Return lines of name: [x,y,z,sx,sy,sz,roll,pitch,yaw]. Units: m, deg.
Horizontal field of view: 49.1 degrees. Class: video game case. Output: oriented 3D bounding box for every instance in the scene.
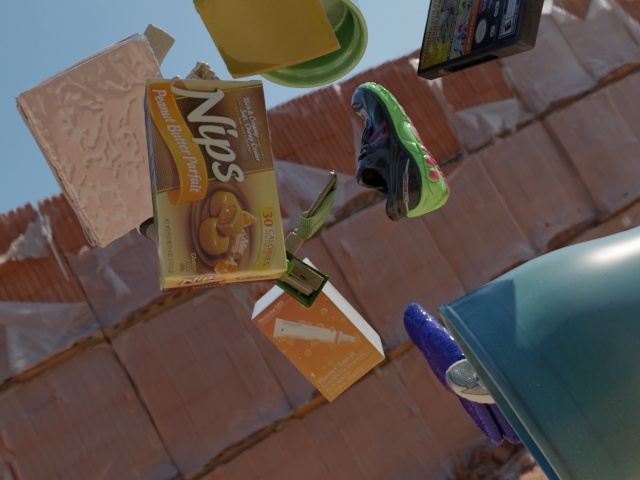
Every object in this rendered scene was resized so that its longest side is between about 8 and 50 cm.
video game case: [0.236,-0.382,0.989,0.035,0.275,0.248,12,-2,-23]

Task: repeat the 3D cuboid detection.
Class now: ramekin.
ramekin: [-0.042,-0.527,1.687,0.303,0.148,0.303,-3,-33,-2]

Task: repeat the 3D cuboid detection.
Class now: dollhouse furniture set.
dollhouse furniture set: [0.000,0.000,1.832,0.302,0.151,0.197,-57,0,-16]

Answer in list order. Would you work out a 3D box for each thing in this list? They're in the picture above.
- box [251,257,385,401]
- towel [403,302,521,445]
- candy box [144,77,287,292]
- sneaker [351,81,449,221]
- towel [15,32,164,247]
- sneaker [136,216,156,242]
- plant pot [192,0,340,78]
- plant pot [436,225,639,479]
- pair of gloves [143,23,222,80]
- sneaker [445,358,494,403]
box: [-0.006,0.261,2.066,0.215,0.345,0.168,-41,10,9]
towel: [0.271,0.263,1.394,0.076,0.228,0.308,-38,17,-3]
candy box: [-0.165,-0.089,1.076,0.182,0.317,0.087,-3,-16,-19]
sneaker: [0.161,-0.244,1.847,0.202,0.483,0.185,-32,-44,12]
towel: [-0.398,-0.199,1.386,0.053,0.332,0.317,3,34,40]
sneaker: [-0.388,0.007,1.997,0.268,0.153,0.101,20,-70,-31]
plant pot: [-0.106,-0.392,1.226,0.187,0.212,0.212,-27,17,2]
plant pot: [0.303,0.115,0.732,0.255,0.272,0.271,-34,-9,3]
pair of gloves: [-0.372,-0.379,1.696,0.204,0.240,0.042,-53,13,-6]
sneaker: [0.305,0.198,1.121,0.225,0.088,0.093,-16,-44,27]
